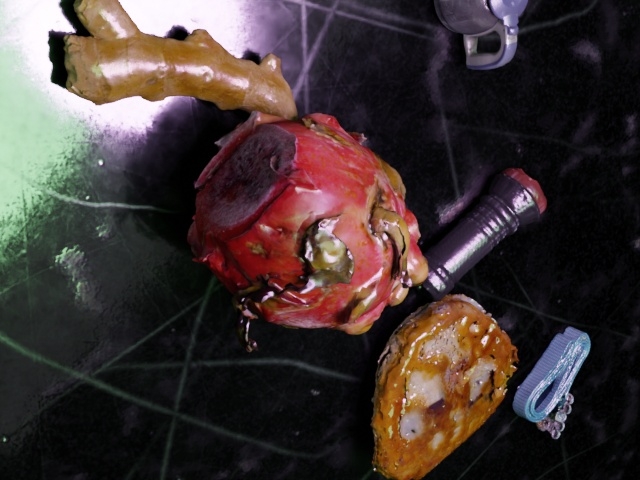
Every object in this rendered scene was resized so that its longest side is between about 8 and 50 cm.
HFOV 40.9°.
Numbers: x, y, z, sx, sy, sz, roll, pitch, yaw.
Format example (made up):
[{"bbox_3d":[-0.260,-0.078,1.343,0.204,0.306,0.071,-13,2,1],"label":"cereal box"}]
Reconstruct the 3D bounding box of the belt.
[{"bbox_3d":[0.407,0.237,1.465,0.100,0.065,0.179,35,87,-25],"label":"belt"}]

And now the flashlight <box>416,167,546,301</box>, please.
[{"bbox_3d":[0.227,-0.005,1.267,0.232,0.093,0.093,-42,123,-7],"label":"flashlight"}]

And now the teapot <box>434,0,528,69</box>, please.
[{"bbox_3d":[0.214,-0.310,1.137,0.111,0.108,0.149,16,97,-32],"label":"teapot"}]

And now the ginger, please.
[{"bbox_3d":[-0.150,-0.187,0.986,0.298,0.065,0.118,11,104,-36],"label":"ginger"}]

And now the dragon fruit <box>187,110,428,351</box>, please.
[{"bbox_3d":[0.000,0.000,1.022,0.250,0.269,0.291,-44,130,6],"label":"dragon fruit"}]

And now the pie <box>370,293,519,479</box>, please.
[{"bbox_3d":[0.182,0.216,1.307,0.308,0.085,0.308,-11,110,-33],"label":"pie"}]
